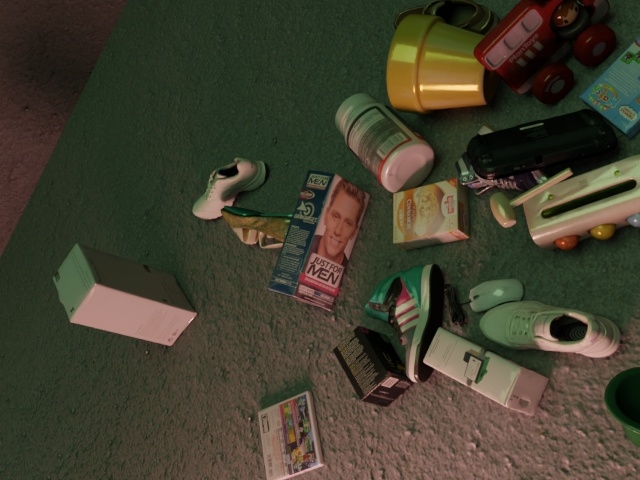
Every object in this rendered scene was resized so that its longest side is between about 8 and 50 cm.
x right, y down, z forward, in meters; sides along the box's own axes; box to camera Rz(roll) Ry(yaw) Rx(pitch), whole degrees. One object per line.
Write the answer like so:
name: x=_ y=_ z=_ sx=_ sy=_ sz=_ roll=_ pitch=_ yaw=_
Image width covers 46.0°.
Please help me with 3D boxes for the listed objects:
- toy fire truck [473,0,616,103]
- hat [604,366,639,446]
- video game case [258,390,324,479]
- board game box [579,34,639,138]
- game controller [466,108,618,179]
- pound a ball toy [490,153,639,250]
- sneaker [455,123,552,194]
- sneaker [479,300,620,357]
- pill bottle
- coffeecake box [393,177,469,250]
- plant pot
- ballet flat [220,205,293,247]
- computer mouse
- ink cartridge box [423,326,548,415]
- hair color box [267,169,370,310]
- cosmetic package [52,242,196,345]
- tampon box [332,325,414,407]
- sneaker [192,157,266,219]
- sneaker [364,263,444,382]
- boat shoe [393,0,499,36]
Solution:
toy fire truck: x=0.526 y=-0.484 z=1.762 sx=0.302 sy=0.254 sz=0.169 roll=-45 pitch=51 yaw=17
hat: x=0.640 y=0.381 z=1.480 sx=0.173 sy=0.183 sz=0.208 roll=18 pitch=43 yaw=36
video game case: x=-0.082 y=0.526 z=2.015 sx=0.183 sy=0.023 sz=0.201 roll=-28 pitch=56 yaw=28
board game box: x=0.717 y=-0.355 z=1.699 sx=0.211 sy=0.039 sz=0.160 roll=-46 pitch=50 yaw=14
game controller: x=0.497 y=-0.219 z=1.714 sx=0.319 sy=0.067 sz=0.166 roll=-13 pitch=29 yaw=4
pound a ball toy: x=0.552 y=-0.066 z=1.604 sx=0.319 sy=0.208 sz=0.135 roll=-22 pitch=67 yaw=31
sneaker: x=0.437 y=-0.149 z=1.807 sx=0.153 sy=0.099 sz=0.282 roll=-49 pitch=46 yaw=12
sneaker: x=0.470 y=0.176 z=1.614 sx=0.305 sy=0.152 sz=0.114 roll=0 pitch=75 yaw=41
pill bottle: x=0.166 y=-0.269 z=2.035 sx=0.161 sy=0.161 sz=0.283 roll=-49 pitch=49 yaw=14
coffeecake box: x=0.281 y=-0.065 z=1.921 sx=0.186 sy=0.068 sz=0.142 roll=-13 pitch=64 yaw=35
plant pot: x=0.327 y=-0.442 z=1.934 sx=0.239 sy=0.254 sz=0.253 roll=13 pitch=81 yaw=25
ballet flat: x=-0.183 y=-0.036 z=2.268 sx=0.349 sy=0.123 sz=0.123 roll=9 pitch=79 yaw=41
computer mouse: x=0.381 y=0.130 z=1.778 sx=0.193 sy=0.042 sz=0.106 roll=-21 pitch=60 yaw=32
ink cartridge box: x=0.363 y=0.286 z=1.652 sx=0.219 sy=0.160 sz=0.092 roll=24 pitch=89 yaw=41
hair color box: x=0.000 y=0.000 z=2.054 sx=0.105 sy=0.174 sz=0.347 roll=13 pitch=81 yaw=41
cosmetic package: x=-0.605 y=0.173 z=2.339 sx=0.156 sy=0.385 sz=0.217 roll=-51 pitch=49 yaw=12
tampon box: x=0.130 y=0.310 z=1.859 sx=0.101 sy=0.120 sz=0.161 roll=-45 pitch=51 yaw=17
sneaker: x=-0.314 y=-0.177 z=2.413 sx=0.297 sy=0.129 sz=0.111 roll=-38 pitch=55 yaw=24
sneaker: x=0.194 y=0.200 z=1.846 sx=0.179 sy=0.124 sz=0.295 roll=-6 pitch=62 yaw=33
boat shoe: x=0.329 y=-0.613 z=2.066 sx=0.324 sy=0.116 sz=0.123 roll=12 pitch=80 yaw=41
